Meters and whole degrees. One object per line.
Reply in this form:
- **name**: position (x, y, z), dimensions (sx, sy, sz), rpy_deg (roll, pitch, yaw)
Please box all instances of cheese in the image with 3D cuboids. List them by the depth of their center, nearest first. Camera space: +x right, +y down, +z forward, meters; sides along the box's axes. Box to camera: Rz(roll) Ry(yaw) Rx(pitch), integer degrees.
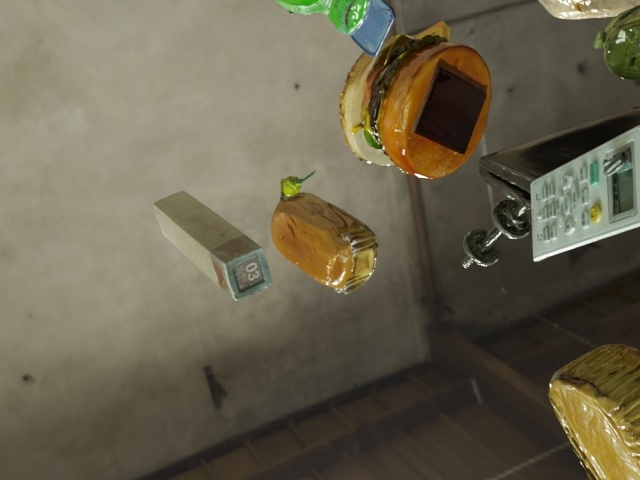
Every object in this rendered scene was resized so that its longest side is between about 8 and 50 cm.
- **cheese**: position (-0.016, -0.397, 1.293), dimensions (0.320, 0.204, 0.083), rpy_deg (44, -125, 12)

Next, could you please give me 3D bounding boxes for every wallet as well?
- **wallet**: position (0.484, -0.135, 1.471), dimensions (0.406, 0.062, 0.228), rpy_deg (-18, -148, -27)

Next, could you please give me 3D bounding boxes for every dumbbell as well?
- **dumbbell**: position (0.335, -0.012, 1.695), dimensions (0.081, 0.082, 0.254), rpy_deg (-27, 164, -33)

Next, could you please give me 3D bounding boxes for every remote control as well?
- **remote control**: position (0.312, -0.045, 1.039), dimensions (0.051, 0.103, 0.293), rpy_deg (2, 171, -9)

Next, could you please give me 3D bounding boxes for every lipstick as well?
- **lipstick**: position (-0.206, 0.000, 1.630), dimensions (0.076, 0.080, 0.371), rpy_deg (-26, -151, -20)

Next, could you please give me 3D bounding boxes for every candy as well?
- **candy**: position (-0.035, -0.101, 1.513), dimensions (0.035, 0.035, 0.123), rpy_deg (-10, 175, -26)

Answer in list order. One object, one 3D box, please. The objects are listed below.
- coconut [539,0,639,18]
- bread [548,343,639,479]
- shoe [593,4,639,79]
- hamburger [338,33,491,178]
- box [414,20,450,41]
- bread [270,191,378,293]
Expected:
- **coconut**: position (0.559, -0.612, 1.788), dimensions (0.328, 0.329, 0.329), rpy_deg (-10, -158, 4)
- **bread**: position (0.500, 0.301, 1.464), dimensions (0.142, 0.253, 0.227), rpy_deg (-31, -174, -23)
- **shoe**: position (0.619, -0.359, 1.570), dimensions (0.262, 0.140, 0.128), rpy_deg (-8, -134, -6)
- **hamburger**: position (0.174, -0.263, 1.731), dimensions (0.291, 0.291, 0.225), rpy_deg (-26, -144, -31)
- **box**: position (0.228, -0.387, 2.079), dimensions (0.152, 0.043, 0.269), rpy_deg (-23, -138, 32)
- **bread**: position (0.000, 0.000, 1.826), dimensions (0.107, 0.136, 0.241), rpy_deg (-20, -140, -39)
